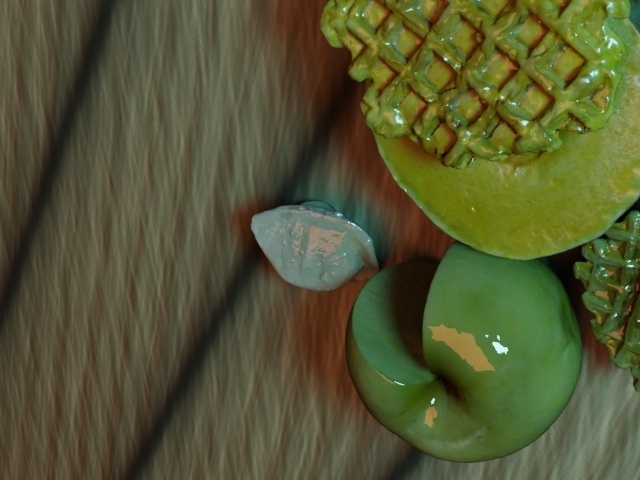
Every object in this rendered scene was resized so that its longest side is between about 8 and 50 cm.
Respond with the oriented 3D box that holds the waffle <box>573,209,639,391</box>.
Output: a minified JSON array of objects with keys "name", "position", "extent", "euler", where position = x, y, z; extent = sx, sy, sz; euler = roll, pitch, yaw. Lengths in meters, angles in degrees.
[{"name":"waffle","position":[0.400,0.062,1.054],"extent":[0.208,0.054,0.214],"euler":[-31,91,39]}]

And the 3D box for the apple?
[{"name":"apple","position":[0.180,0.126,1.156],"extent":[0.292,0.254,0.292],"euler":[14,122,25]}]

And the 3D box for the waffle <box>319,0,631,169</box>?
[{"name":"waffle","position":[0.143,-0.218,0.916],"extent":[0.325,0.068,0.302],"euler":[2,110,37]}]

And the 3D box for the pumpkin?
[{"name":"pumpkin","position":[0.239,-0.163,1.036],"extent":[0.332,0.199,0.332],"euler":[13,114,31]}]

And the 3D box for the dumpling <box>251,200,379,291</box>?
[{"name":"dumpling","position":[0.001,0.001,1.292],"extent":[0.176,0.092,0.150],"euler":[49,129,-1]}]
